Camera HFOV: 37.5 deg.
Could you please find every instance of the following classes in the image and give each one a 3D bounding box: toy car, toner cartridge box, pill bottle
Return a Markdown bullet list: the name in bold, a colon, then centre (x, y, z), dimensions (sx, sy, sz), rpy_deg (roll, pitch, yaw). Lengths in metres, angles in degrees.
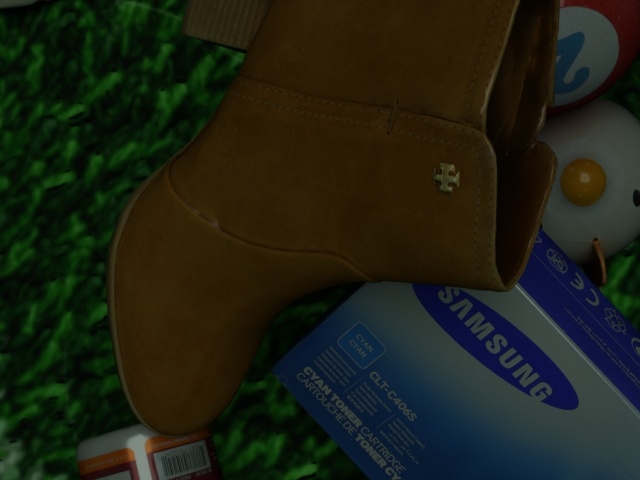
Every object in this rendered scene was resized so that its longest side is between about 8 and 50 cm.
- **toy car**: centre (0.150, -0.066, 0.585), dimensions (0.219, 0.210, 0.238), rpy_deg (-18, 93, 7)
- **toner cartridge box**: centre (0.148, 0.145, 0.541), dimensions (0.348, 0.075, 0.165), rpy_deg (47, 123, 3)
- **pill bottle**: centre (-0.095, 0.189, 0.585), dimensions (0.086, 0.086, 0.152), rpy_deg (-15, 80, -3)

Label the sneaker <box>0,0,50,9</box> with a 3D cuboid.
- **sneaker**: centre (-0.160, -0.259, 0.650), dimensions (0.279, 0.118, 0.107), rpy_deg (-27, 80, -5)

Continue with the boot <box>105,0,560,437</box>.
- **boot**: centre (0.001, -0.001, 0.470), dimensions (0.211, 0.104, 0.295), rpy_deg (22, 106, 39)
